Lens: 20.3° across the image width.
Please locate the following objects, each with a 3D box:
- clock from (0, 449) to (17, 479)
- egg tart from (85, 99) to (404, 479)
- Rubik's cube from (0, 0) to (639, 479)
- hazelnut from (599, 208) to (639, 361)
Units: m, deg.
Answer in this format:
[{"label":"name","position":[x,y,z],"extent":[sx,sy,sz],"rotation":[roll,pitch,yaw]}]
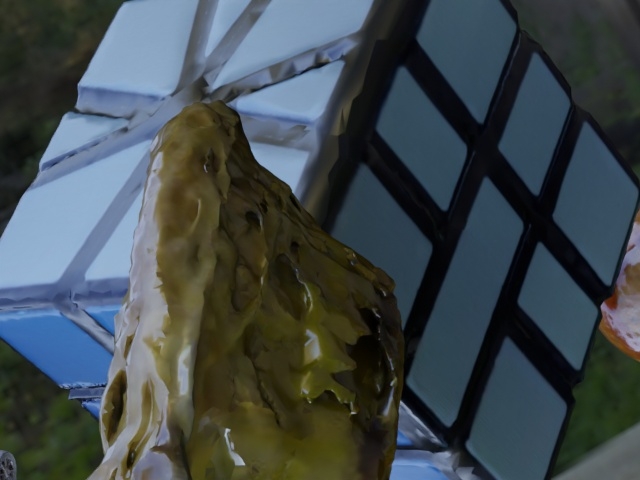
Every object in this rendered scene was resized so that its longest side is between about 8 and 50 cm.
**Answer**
[{"label":"clock","position":[-0.313,0.265,1.697],"extent":[0.087,0.041,0.129],"rotation":[63,-150,-52]},{"label":"egg tart","position":[-0.037,0.106,0.803],"extent":[0.341,0.129,0.341],"rotation":[-170,90,-87]},{"label":"Rubik's cube","position":[0.000,0.000,1.160],"extent":[0.288,0.293,0.283],"rotation":[-7,142,39]},{"label":"hazelnut","position":[0.333,0.039,1.610],"extent":[0.182,0.182,0.182],"rotation":[60,177,6]}]
